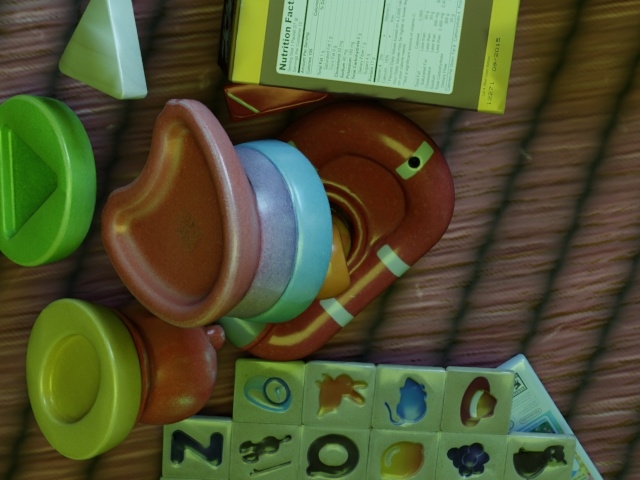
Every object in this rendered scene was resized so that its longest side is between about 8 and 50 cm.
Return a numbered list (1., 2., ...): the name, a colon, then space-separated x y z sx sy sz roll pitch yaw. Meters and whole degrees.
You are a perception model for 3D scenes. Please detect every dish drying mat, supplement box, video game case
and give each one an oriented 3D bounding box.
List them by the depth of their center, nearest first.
1. supplement box: 0.031 -0.174 1.322 0.194 0.191 0.129 7 98 -7
2. dish drying mat: -0.033 -0.117 1.437 0.083 0.008 0.032 -13 107 0
3. video game case: 0.141 0.193 1.540 0.157 0.019 0.143 -32 107 5

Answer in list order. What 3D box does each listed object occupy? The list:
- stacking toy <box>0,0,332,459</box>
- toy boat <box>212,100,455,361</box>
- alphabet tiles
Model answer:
1. stacking toy: -0.120 -0.017 1.353 0.130 0.279 0.309 -4 152 -41
2. toy boat: 0.000 0.000 1.400 0.231 0.151 0.151 -42 106 9
3. alphabet tiles: 0.035 0.231 1.526 0.342 0.011 0.285 3 112 -2
